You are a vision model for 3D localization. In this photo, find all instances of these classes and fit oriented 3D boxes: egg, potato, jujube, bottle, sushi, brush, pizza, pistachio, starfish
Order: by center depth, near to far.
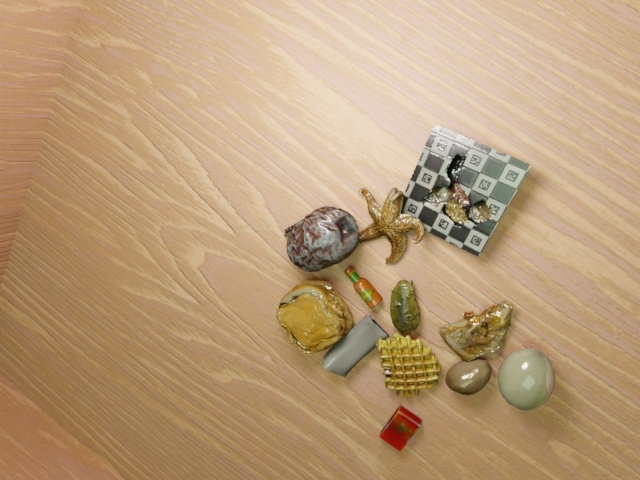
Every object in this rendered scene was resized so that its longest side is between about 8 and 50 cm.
[{"bbox_3d":[0.489,-0.176,1.473,0.343,0.064,0.359,30,117,21],"label":"sushi"},{"bbox_3d":[0.743,0.487,1.499,0.183,0.183,0.217,18,120,14],"label":"egg"},{"bbox_3d":[0.235,-0.064,1.566,0.303,0.113,0.312,-32,94,42],"label":"starfish"},{"bbox_3d":[0.610,0.339,1.569,0.297,0.071,0.189,-36,90,23],"label":"pizza"},{"bbox_3d":[0.000,0.000,1.591,0.317,0.226,0.226,-29,94,50],"label":"jujube"},{"bbox_3d":[0.577,0.528,1.616,0.186,0.108,0.126,-29,64,16],"label":"pistachio"},{"bbox_3d":[0.329,0.260,1.634,0.117,0.090,0.225,0,105,19],"label":"potato"},{"bbox_3d":[0.167,0.185,1.683,0.069,0.069,0.187,-43,86,23],"label":"bottle"},{"bbox_3d":[-0.046,-0.080,1.700,0.248,0.043,0.036,-27,87,23],"label":"brush"}]

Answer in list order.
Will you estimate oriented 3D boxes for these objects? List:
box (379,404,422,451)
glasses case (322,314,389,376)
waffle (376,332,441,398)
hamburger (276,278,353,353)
[{"bbox_3d":[0.343,0.808,1.797,0.112,0.048,0.175,33,113,10],"label":"box"},{"bbox_3d":[0.148,0.440,1.747,0.128,0.083,0.308,41,108,-8],"label":"glasses case"},{"bbox_3d":[0.340,0.513,1.688,0.309,0.065,0.283,35,117,-3],"label":"waffle"},{"bbox_3d":[-0.030,0.312,1.735,0.319,0.158,0.318,5,106,17],"label":"hamburger"}]
